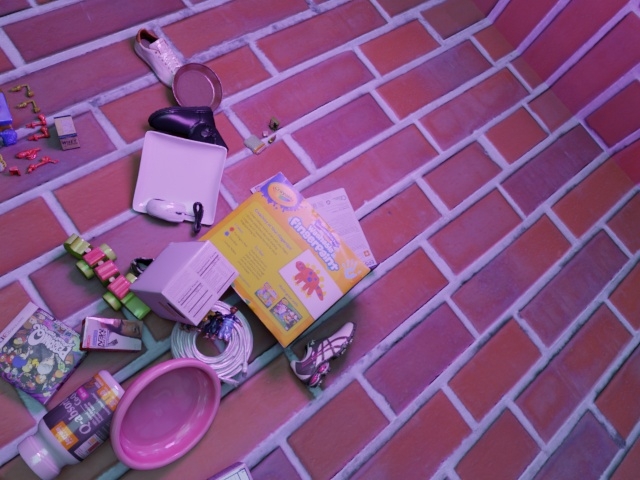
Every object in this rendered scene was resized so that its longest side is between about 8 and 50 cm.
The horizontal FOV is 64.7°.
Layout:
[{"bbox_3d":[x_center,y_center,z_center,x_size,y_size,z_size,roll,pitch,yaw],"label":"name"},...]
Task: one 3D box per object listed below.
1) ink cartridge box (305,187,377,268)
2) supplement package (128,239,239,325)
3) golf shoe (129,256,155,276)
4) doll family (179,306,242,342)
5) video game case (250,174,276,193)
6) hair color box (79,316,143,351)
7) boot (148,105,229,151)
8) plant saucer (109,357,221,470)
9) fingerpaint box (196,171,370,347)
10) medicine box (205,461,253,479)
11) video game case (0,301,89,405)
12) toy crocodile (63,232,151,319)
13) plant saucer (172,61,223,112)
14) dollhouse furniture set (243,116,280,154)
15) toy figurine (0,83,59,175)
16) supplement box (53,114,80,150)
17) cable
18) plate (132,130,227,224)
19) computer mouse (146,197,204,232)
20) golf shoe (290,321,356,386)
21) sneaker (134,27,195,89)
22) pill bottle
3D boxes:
[{"bbox_3d":[0.000,0.000,1.852,0.324,0.071,0.330,-18,78,-22],"label":"ink cartridge box"},{"bbox_3d":[-0.412,0.121,1.511,0.145,0.261,0.204,52,59,-26],"label":"supplement package"},{"bbox_3d":[-0.519,0.108,1.636,0.198,0.094,0.077,18,64,-11],"label":"golf shoe"},{"bbox_3d":[-0.336,0.240,1.556,0.192,0.076,0.111,24,59,-12],"label":"doll family"},{"bbox_3d":[-0.191,-0.185,1.899,0.122,0.011,0.087,-34,82,-25],"label":"video game case"},{"bbox_3d":[-0.630,0.286,1.526,0.167,0.053,0.093,11,65,-34],"label":"hair color box"},{"bbox_3d":[-0.473,-0.378,1.823,0.246,0.094,0.207,-13,69,-28],"label":"boot"},{"bbox_3d":[-0.440,0.477,1.431,0.084,0.332,0.332,23,54,41],"label":"plant saucer"},{"bbox_3d":[-0.121,0.066,1.676,0.371,0.163,0.445,-42,82,-8],"label":"fingerpaint box"},{"bbox_3d":[-0.290,0.807,1.394,0.289,0.149,0.264,-22,77,-23],"label":"medicine box"},{"bbox_3d":[-0.827,0.328,1.480,0.232,0.042,0.210,35,63,-2],"label":"video game case"},{"bbox_3d":[-0.661,0.111,1.583,0.340,0.105,0.115,47,64,4],"label":"toy crocodile"},{"bbox_3d":[-0.469,-0.572,1.921,0.198,0.036,0.199,-2,93,-34],"label":"plant saucer"},{"bbox_3d":[-0.219,-0.407,1.952,0.076,0.058,0.152,41,63,2],"label":"dollhouse furniture set"},{"bbox_3d":[-1.005,-0.419,1.627,0.191,0.217,0.363,-18,76,-23],"label":"toy figurine"},{"bbox_3d":[-0.864,-0.367,1.723,0.056,0.083,0.083,-17,74,-22],"label":"supplement box"},{"bbox_3d":[-0.343,0.322,1.607,0.257,0.089,0.257,15,65,-10],"label":"cable"},{"bbox_3d":[-0.486,-0.214,1.754,0.277,0.045,0.278,10,94,-13],"label":"plate"},{"bbox_3d":[-0.496,-0.094,1.718,0.192,0.042,0.106,11,94,-14],"label":"computer mouse"},{"bbox_3d":[0.018,0.360,1.697,0.120,0.105,0.273,39,62,9],"label":"golf shoe"},{"bbox_3d":[-0.590,-0.682,1.914,0.290,0.123,0.106,40,62,-2],"label":"sneaker"},{"bbox_3d":[-0.663,0.508,1.393,0.162,0.162,0.278,47,63,5],"label":"pill bottle"}]
